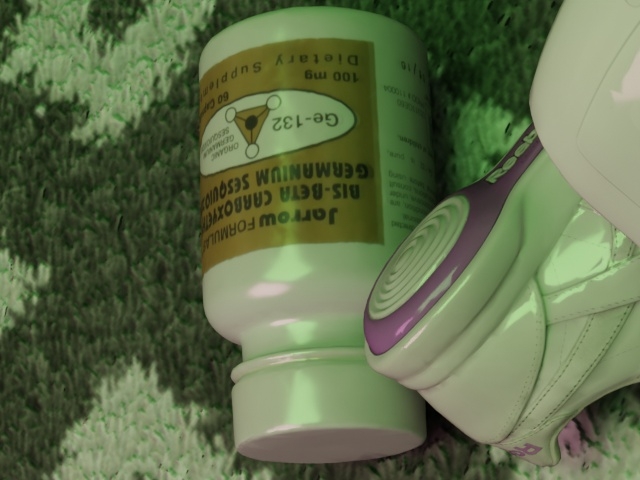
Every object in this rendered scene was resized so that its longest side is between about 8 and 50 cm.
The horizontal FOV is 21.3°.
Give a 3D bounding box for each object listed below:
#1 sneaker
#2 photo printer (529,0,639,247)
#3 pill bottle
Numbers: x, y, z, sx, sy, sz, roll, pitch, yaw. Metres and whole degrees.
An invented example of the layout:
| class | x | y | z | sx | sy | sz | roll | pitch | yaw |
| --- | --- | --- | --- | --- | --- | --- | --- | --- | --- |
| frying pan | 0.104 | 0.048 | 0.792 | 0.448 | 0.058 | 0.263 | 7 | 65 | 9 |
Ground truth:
| class | x | y | z | sx | sy | sz | roll | pitch | yaw |
| --- | --- | --- | --- | --- | --- | --- | --- | --- | --- |
| sneaker | 0.164 | -0.019 | 0.838 | 0.305 | 0.152 | 0.114 | -46 | 17 | 8 |
| photo printer | 0.245 | -0.043 | 0.644 | 0.307 | 0.107 | 0.256 | 40 | 137 | 0 |
| pill bottle | 0.000 | 0.000 | 0.930 | 0.131 | 0.131 | 0.229 | -14 | 69 | 32 |
